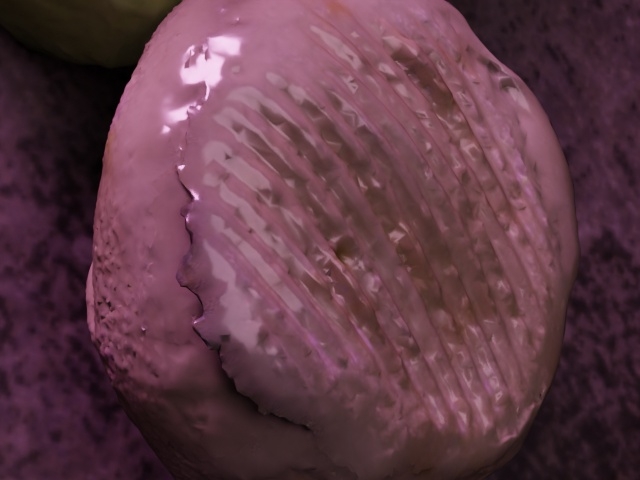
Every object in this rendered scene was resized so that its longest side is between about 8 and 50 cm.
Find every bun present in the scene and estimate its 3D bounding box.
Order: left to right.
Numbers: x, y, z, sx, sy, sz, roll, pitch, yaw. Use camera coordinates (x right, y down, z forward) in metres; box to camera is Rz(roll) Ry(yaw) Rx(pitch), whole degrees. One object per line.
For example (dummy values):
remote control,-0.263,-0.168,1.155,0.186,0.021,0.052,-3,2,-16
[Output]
bun,0.000,0.000,0.801,0.239,0.141,0.239,11,74,-41

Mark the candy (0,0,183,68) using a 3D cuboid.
candy,-0.037,-0.229,0.864,0.343,0.132,0.142,-54,145,-25
